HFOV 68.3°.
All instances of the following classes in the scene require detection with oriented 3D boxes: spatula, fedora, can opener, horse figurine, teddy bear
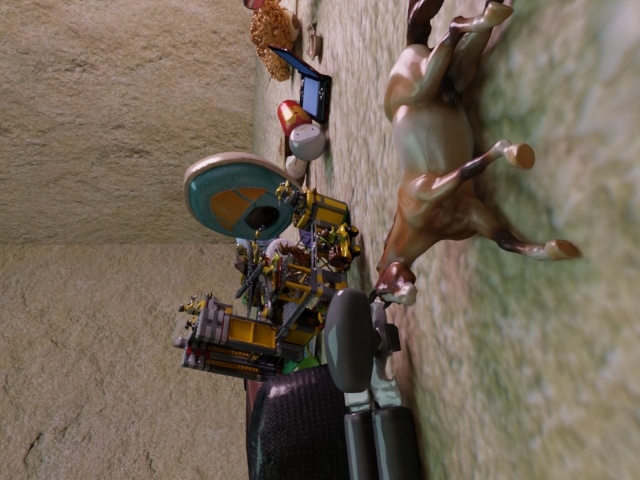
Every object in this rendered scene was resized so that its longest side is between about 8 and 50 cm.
[{"bbox_3d":[0.000,0.000,0.836,0.296,0.030,0.084,-128,42,-71],"label":"spatula"},{"bbox_3d":[-0.016,0.291,0.621,0.334,0.152,0.334,180,90,-79],"label":"fedora"},{"bbox_3d":[0.046,0.190,0.464,0.074,0.093,0.281,-27,64,42],"label":"can opener"},{"bbox_3d":[0.088,-0.081,0.332,0.174,0.066,0.264,165,103,-72],"label":"horse figurine"},{"bbox_3d":[-0.108,-0.539,1.227,0.338,0.113,0.245,177,100,-86],"label":"teddy bear"}]

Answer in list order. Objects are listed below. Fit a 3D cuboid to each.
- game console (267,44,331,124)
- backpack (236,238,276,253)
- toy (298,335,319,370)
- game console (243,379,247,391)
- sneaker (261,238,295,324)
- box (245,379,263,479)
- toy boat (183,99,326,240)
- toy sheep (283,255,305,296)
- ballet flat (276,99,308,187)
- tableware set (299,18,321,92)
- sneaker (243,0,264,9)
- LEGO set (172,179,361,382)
[{"bbox_3d":[-0.044,-0.287,0.868,0.144,0.085,0.124,-128,39,-59],"label":"game console"},{"bbox_3d":[-0.213,-0.044,1.588,0.117,0.158,0.173,-49,53,45],"label":"backpack"},{"bbox_3d":[-0.049,0.231,1.020,0.237,0.056,0.137,-150,62,-77],"label":"toy"},{"bbox_3d":[-0.186,0.349,1.483,0.213,0.043,0.361,-93,24,-54],"label":"game console"},{"bbox_3d":[-0.109,0.134,1.216,0.153,0.101,0.269,158,117,-78],"label":"sneaker"},{"bbox_3d":[-0.080,0.437,0.979,0.381,0.143,0.191,-148,59,-78],"label":"box"},{"bbox_3d":[-0.113,-0.118,0.923,0.318,0.267,0.148,-50,47,26],"label":"toy boat"},{"bbox_3d":[-0.061,0.084,1.011,0.132,0.091,0.091,-99,14,-58],"label":"toy sheep"},{"bbox_3d":[-0.056,-0.200,1.028,0.067,0.073,0.206,-157,63,-62],"label":"ballet flat"},{"bbox_3d":[-0.022,-0.360,0.963,0.141,0.020,0.169,-113,26,-61],"label":"tableware set"},{"bbox_3d":[-0.075,-0.558,0.917,0.314,0.136,0.116,148,116,-66],"label":"sneaker"},{"bbox_3d":[-0.102,0.062,0.717,0.331,0.192,0.255,-50,30,47],"label":"LEGO set"}]
